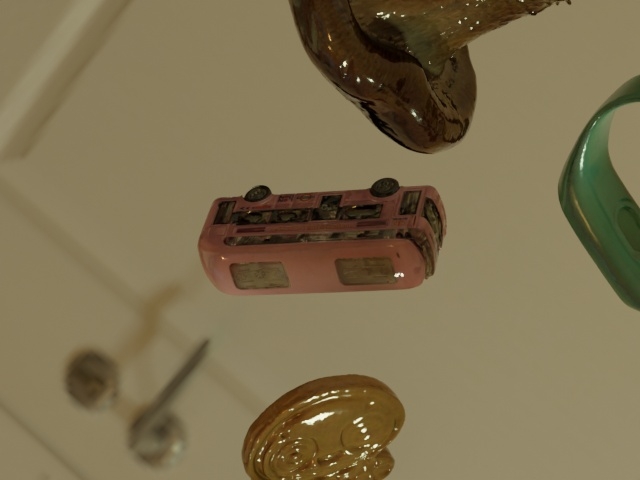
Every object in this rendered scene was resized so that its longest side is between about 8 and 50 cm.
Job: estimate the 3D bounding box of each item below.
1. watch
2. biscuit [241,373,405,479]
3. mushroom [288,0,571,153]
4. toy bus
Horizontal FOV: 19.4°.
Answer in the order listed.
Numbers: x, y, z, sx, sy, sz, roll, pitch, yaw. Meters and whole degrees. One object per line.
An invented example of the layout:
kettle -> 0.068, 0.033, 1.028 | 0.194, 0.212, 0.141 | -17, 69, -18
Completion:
watch -> 0.299, -0.023, 1.495 | 0.195, 0.237, 0.068 | -22, -165, 44
biscuit -> 0.005, 0.259, 2.229 | 0.202, 0.044, 0.288 | -17, 140, -15
mushroom -> 0.110, -0.154, 1.280 | 0.217, 0.148, 0.227 | -13, 160, 26
toy bus -> 0.000, 0.000, 1.547 | 0.090, 0.203, 0.063 | -73, 154, -48
